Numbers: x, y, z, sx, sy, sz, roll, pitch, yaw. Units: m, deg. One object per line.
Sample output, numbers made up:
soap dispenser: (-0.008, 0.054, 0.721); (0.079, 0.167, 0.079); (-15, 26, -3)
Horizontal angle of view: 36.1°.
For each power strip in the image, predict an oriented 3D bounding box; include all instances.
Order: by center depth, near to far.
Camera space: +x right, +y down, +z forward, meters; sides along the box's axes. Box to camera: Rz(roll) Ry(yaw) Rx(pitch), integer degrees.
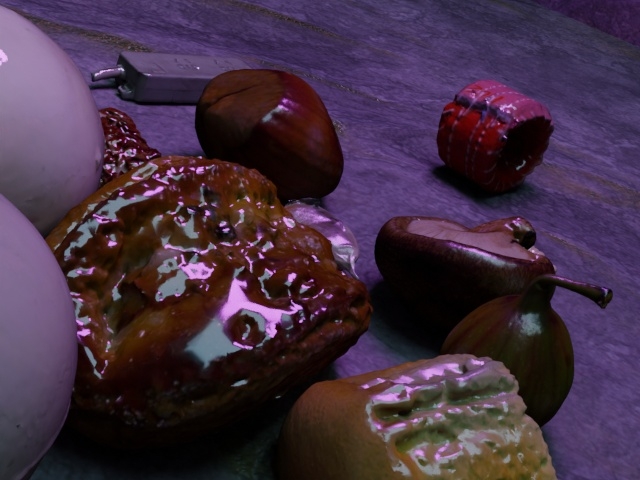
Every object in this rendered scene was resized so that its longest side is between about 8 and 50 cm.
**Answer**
power strip: (-0.227, -0.257, 1.563); (0.288, 0.053, 0.093); (-5, 36, -40)

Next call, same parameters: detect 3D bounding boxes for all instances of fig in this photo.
fig: (0.198, 0.113, 1.020); (0.142, 0.186, 0.148); (-11, 29, -18)

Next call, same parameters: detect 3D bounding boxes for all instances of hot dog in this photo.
hot dog: (-0.108, 0.051, 0.946); (0.267, 0.174, 0.387); (41, 33, 18)

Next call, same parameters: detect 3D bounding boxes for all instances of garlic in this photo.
garlic: (0.001, 0.004, 1.232); (0.152, 0.066, 0.084); (25, 55, 18)

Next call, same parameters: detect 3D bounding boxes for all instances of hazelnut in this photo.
hazelnut: (-0.066, -0.136, 1.341); (0.181, 0.181, 0.212); (-22, 39, -11)

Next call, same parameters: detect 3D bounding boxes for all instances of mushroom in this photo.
mushroom: (0.164, 0.045, 1.178); (0.194, 0.138, 0.231); (-7, 16, -19)

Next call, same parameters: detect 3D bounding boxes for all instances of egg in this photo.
egg: (-0.365, -0.091, 0.915); (0.283, 0.283, 0.345); (29, 14, 18)

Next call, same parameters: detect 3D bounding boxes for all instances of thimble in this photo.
thimble: (0.286, -0.169, 1.606); (0.125, 0.163, 0.190); (37, 19, 31)

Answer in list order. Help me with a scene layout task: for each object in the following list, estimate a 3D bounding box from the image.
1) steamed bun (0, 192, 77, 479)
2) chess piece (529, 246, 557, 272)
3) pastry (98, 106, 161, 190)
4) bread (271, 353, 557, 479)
steamed bun: (-0.349, 0.063, 0.636); (0.374, 0.334, 0.334); (16, 27, 6)
chess piece: (0.299, 0.020, 1.412); (0.092, 0.035, 0.035); (38, 33, 25)
pastry: (-0.245, -0.084, 1.198); (0.115, 0.097, 0.208); (-9, 39, -25)
bread: (0.071, 0.185, 0.840); (0.204, 0.162, 0.262); (-12, 25, -28)
